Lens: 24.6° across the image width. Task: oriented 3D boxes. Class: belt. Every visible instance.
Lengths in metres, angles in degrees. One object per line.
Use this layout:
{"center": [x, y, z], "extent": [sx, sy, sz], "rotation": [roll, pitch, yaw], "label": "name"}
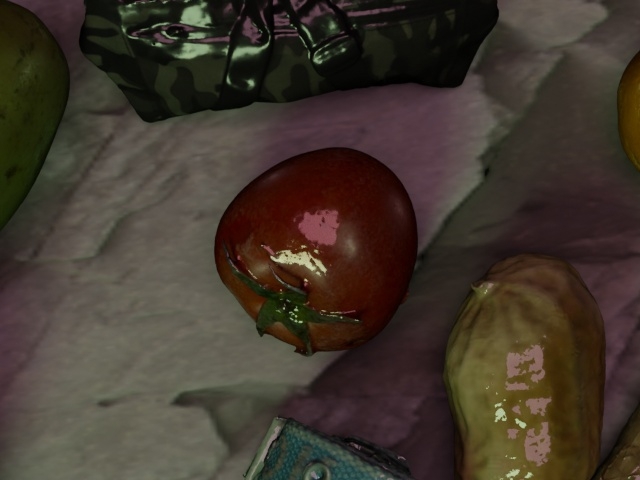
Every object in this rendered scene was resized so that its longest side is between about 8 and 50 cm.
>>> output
{"center": [0.034, 0.199, 1.142], "extent": [0.163, 0.147, 0.082], "rotation": [28, 82, -9], "label": "belt"}

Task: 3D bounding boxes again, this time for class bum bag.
{"center": [-0.023, -0.165, 1.183], "extent": [0.340, 0.095, 0.144], "rotation": [-7, 129, -3], "label": "bum bag"}

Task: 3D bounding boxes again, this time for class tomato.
{"center": [0.000, 0.000, 1.159], "extent": [0.167, 0.167, 0.167], "rotation": [0, 85, -1], "label": "tomato"}

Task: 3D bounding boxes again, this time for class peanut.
{"center": [0.161, 0.120, 1.158], "extent": [0.129, 0.129, 0.224], "rotation": [-2, 82, -1], "label": "peanut"}

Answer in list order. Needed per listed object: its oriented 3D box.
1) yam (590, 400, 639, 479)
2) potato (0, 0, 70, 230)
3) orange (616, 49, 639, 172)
{"center": [0.273, 0.165, 1.184], "extent": [0.081, 0.081, 0.357], "rotation": [38, 87, 2], "label": "yam"}
{"center": [-0.329, -0.064, 1.125], "extent": [0.304, 0.216, 0.216], "rotation": [-37, 87, -11], "label": "potato"}
{"center": [0.316, -0.106, 1.178], "extent": [0.154, 0.134, 0.155], "rotation": [0, 77, -1], "label": "orange"}
